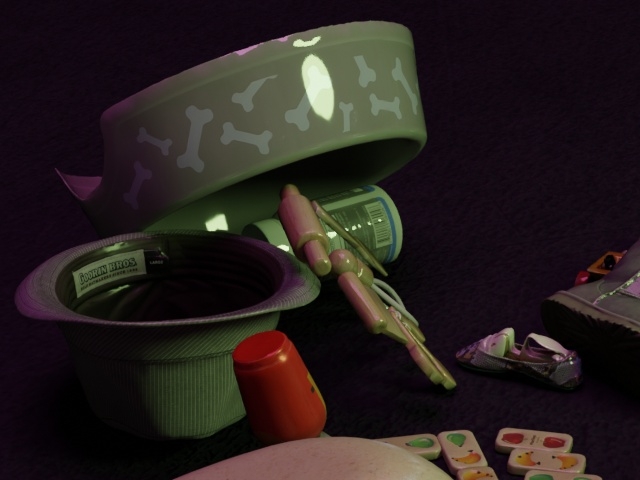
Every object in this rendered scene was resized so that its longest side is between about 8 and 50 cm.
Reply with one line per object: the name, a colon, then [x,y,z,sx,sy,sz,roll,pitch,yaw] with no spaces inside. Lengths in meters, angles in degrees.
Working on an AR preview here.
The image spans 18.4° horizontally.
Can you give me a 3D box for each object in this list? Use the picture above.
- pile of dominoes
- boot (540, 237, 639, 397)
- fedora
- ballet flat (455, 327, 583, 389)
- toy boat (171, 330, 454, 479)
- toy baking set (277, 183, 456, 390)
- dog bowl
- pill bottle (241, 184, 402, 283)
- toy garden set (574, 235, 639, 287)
pile of dominoes: [0.121,0.188,1.436,0.196,0.040,0.251,-6,25,-9]
boot: [0.312,0.040,1.653,0.208,0.076,0.189,-27,40,-25]
fedora: [-0.121,0.082,1.588,0.243,0.124,0.275,-5,16,-13]
ballet flat: [0.166,0.093,1.647,0.114,0.041,0.041,11,27,28]
toy boat: [-0.023,0.193,1.317,0.267,0.148,0.318,-15,25,11]
toy baking set: [0.031,0.037,1.640,0.030,0.197,0.256,-39,28,6]
dog bowl: [-0.061,-0.080,1.788,0.349,0.102,0.349,-21,-8,-3]
pill bottle: [0.000,0.000,1.824,0.137,0.078,0.078,-15,27,-28]
toy garden set: [0.362,0.015,1.797,0.204,0.049,0.244,10,27,26]
